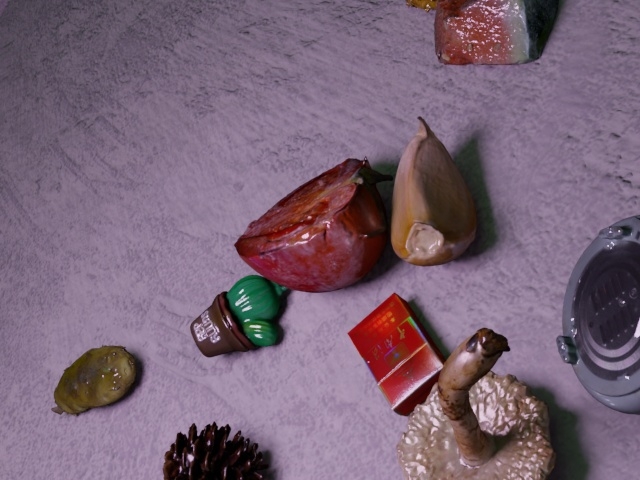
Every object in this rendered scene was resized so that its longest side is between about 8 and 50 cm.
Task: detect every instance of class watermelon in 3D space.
[{"bbox_3d":[0.289,-0.409,1.814,0.256,0.140,0.193,-9,52,42],"label":"watermelon"}]

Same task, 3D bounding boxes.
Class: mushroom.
[{"bbox_3d":[0.192,0.238,1.396,0.233,0.302,0.208,-20,20,11],"label":"mushroom"}]

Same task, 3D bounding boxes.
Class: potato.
[{"bbox_3d":[-0.450,0.279,1.982,0.225,0.090,0.117,-28,57,31],"label":"potato"}]

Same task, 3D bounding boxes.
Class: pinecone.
[{"bbox_3d":[-0.171,0.382,1.671,0.165,0.163,0.163,-4,61,11],"label":"pinecone"}]

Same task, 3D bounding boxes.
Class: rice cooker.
[{"bbox_3d":[0.471,0.103,1.249,0.317,0.316,0.264,-50,26,3],"label":"rice cooker"}]

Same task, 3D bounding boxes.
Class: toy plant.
[{"bbox_3d":[-0.135,0.139,1.818,0.200,0.105,0.143,-30,60,5],"label":"toy plant"}]

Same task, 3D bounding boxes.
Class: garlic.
[{"bbox_3d":[0.178,-0.065,1.645,0.145,0.164,0.245,-8,59,13],"label":"garlic"}]

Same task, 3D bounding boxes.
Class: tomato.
[{"bbox_3d":[0.006,0.003,1.743,0.309,0.170,0.309,-33,13,9],"label":"tomato"}]

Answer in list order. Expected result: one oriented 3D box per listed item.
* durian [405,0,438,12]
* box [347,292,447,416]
[{"bbox_3d":[0.257,-0.545,1.903,0.341,0.112,0.191,-1,63,35],"label":"durian"},{"bbox_3d":[0.127,0.183,1.623,0.112,0.048,0.175,-42,47,10],"label":"box"}]
